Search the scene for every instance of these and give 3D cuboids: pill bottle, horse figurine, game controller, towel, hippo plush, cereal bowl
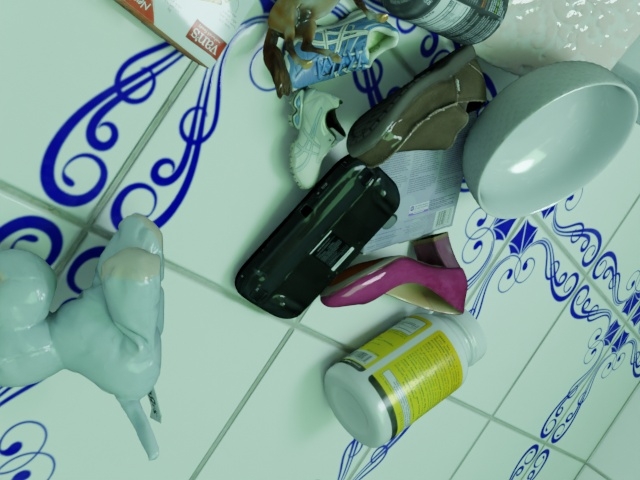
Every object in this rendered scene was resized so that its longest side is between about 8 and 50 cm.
[{"bbox_3d":[0.187,0.271,1.546,0.334,0.188,0.188,-28,132,-28],"label":"pill bottle"},{"bbox_3d":[0.004,-0.326,1.032,0.263,0.174,0.066,-43,143,5],"label":"horse figurine"},{"bbox_3d":[0.000,0.000,1.253,0.319,0.067,0.166,-47,142,6],"label":"game controller"},{"bbox_3d":[0.454,-0.430,1.327,0.331,0.053,0.317,16,124,-30],"label":"towel"},{"bbox_3d":[0.180,-0.399,1.152,0.245,0.130,0.131,5,112,-45],"label":"pill bottle"},{"bbox_3d":[-0.331,0.109,0.979,0.236,0.234,0.294,1,102,-11],"label":"hippo plush"},{"bbox_3d":[0.406,-0.201,1.372,0.338,0.141,0.339,-19,145,-14],"label":"cereal bowl"}]

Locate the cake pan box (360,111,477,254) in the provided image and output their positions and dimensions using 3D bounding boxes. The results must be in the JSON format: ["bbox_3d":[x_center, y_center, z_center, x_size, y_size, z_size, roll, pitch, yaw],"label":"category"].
[{"bbox_3d":[0.172,-0.120,1.373,0.266,0.070,0.246,-17,128,-36],"label":"cake pan box"}]

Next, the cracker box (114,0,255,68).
[{"bbox_3d":[-0.142,-0.357,0.920,0.155,0.067,0.232,31,93,-48],"label":"cracker box"}]

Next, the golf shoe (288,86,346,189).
[{"bbox_3d":[-0.003,-0.153,1.160,0.069,0.086,0.176,-58,154,-49],"label":"golf shoe"}]

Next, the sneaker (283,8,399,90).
[{"bbox_3d":[0.028,-0.290,1.115,0.211,0.081,0.080,-36,137,-20],"label":"sneaker"}]

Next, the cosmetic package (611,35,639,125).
[{"bbox_3d":[0.687,-0.354,1.542,0.138,0.224,0.224,-53,165,-1],"label":"cosmetic package"}]

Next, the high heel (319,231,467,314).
[{"bbox_3d":[0.160,0.111,1.422,0.377,0.127,0.181,-20,95,-37],"label":"high heel"}]

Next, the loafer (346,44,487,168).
[{"bbox_3d":[0.183,-0.206,1.195,0.366,0.133,0.130,-41,100,-39],"label":"loafer"}]
